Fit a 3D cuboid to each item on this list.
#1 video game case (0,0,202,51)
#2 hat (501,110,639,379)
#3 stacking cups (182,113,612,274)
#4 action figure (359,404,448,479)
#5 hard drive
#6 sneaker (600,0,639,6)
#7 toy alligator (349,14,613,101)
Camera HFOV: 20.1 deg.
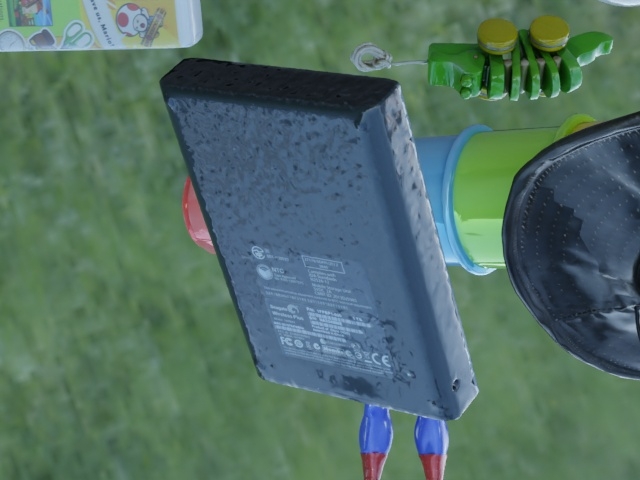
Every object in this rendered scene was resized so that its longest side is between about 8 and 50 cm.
[{"bbox_3d":[-0.168,-0.205,0.895,0.206,0.227,0.026,0,-162,13],"label":"video game case"},{"bbox_3d":[0.242,0.052,0.873,0.331,0.134,0.331,3,151,2],"label":"hat"},{"bbox_3d":[0.061,-0.026,1.014,0.316,0.096,0.096,1,-175,30],"label":"stacking cups"},{"bbox_3d":[0.062,0.066,1.302,0.091,0.280,0.139,0,167,2],"label":"action figure"},{"bbox_3d":[0.000,0.000,0.650,0.094,0.135,0.022,10,-139,35],"label":"hard drive"},{"bbox_3d":[0.109,-0.163,0.861,0.102,0.161,0.282,6,154,25],"label":"sneaker"},{"bbox_3d":[0.118,-0.120,1.281,0.189,0.051,0.056,-5,139,-6],"label":"toy alligator"}]
